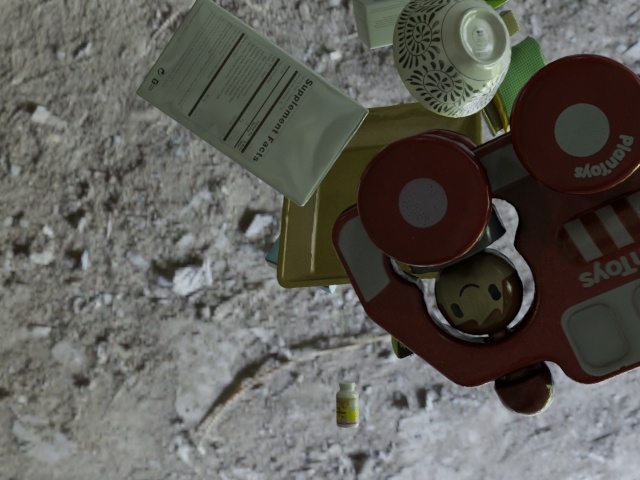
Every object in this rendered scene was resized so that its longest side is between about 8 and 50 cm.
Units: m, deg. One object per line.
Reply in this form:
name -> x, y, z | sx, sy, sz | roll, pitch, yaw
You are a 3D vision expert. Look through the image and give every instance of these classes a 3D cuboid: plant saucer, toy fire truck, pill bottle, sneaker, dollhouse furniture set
plant saucer -> 0.106, -0.065, 1.546 | 0.333, 0.332, 0.081 | -4, 152, 14
toy fire truck -> 0.175, 0.005, 0.749 | 0.302, 0.169, 0.253 | -26, 92, 13
pill bottle -> 0.051, 0.310, 1.770 | 0.043, 0.043, 0.083 | -1, 90, -8
sneaker -> 0.166, 0.143, 1.369 | 0.059, 0.144, 0.053 | -8, 89, -34
dollhouse furniture set -> 0.411, -0.380, 2.006 | 0.198, 0.151, 0.301 | -34, 110, -7

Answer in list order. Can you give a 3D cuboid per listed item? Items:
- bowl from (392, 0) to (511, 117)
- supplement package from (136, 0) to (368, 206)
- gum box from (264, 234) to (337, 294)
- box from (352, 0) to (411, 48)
bowl -> 0.183, -0.248, 1.185 | 0.170, 0.170, 0.080 | 19, 166, -22
supplement package -> -0.095, -0.208, 1.412 | 0.293, 0.177, 0.175 | 34, 97, -4
gum box -> 0.000, 0.000, 1.930 | 0.157, 0.184, 0.041 | 22, 159, 23
box -> 0.124, -0.428, 1.795 | 0.101, 0.102, 0.087 | -14, 116, -6
